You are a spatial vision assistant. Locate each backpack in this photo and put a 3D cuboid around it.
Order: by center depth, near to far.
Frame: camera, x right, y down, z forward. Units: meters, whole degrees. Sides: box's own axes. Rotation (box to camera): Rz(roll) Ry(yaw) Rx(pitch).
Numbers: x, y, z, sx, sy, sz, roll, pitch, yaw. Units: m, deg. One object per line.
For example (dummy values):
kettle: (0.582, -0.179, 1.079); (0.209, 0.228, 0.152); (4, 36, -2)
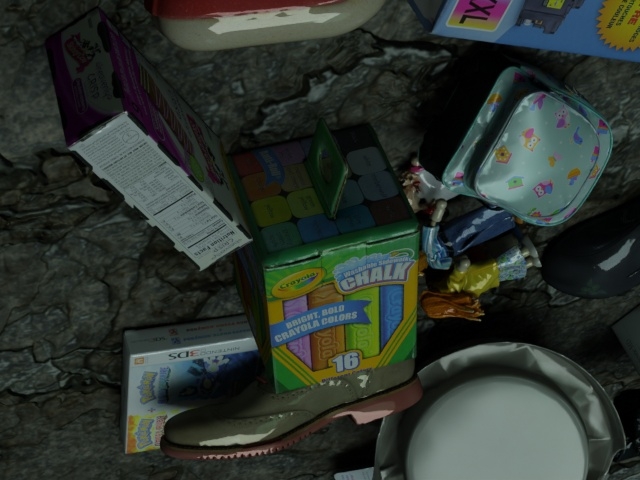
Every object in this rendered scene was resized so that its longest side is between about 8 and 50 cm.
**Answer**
backpack: (0.230, -0.104, 1.475); (0.188, 0.144, 0.166); (19, 104, -34)

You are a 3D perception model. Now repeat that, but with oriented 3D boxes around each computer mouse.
computer mouse: (0.418, 0.000, 1.738); (0.272, 0.072, 0.188); (-31, 139, 10)

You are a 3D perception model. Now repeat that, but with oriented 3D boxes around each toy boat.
toy boat: (-0.050, -0.264, 1.231); (0.231, 0.151, 0.151); (-9, 108, -14)

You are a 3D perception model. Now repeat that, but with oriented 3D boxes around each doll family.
doll family: (0.170, 0.011, 1.607); (0.163, 0.118, 0.263); (-27, 137, 2)

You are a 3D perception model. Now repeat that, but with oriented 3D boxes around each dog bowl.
dog bowl: (0.238, 0.292, 1.832); (0.348, 0.102, 0.349); (0, 103, 0)

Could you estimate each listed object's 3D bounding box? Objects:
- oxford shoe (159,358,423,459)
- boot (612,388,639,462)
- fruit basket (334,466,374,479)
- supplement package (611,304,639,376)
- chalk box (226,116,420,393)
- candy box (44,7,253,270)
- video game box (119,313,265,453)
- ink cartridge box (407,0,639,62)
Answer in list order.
oxford shoe: (-0.043, 0.178, 1.668); (0.348, 0.123, 0.130); (-16, 106, -22)
boot: (0.517, 0.221, 1.836); (0.207, 0.094, 0.246); (-1, 141, -28)
fruit basket: (0.220, 0.394, 2.047); (0.353, 0.165, 0.327); (-9, 139, 9)
supplement package: (0.527, 0.123, 1.891); (0.179, 0.105, 0.105); (-42, 136, 20)
chalk box: (0.000, 0.000, 1.481); (0.179, 0.180, 0.289); (-14, 137, -9)
candy box: (-0.167, -0.096, 1.321); (0.071, 0.159, 0.233); (-30, 139, 11)
video game box: (-0.161, 0.183, 1.707); (0.187, 0.048, 0.205); (-6, 136, -16)
ink cartridge box: (0.300, -0.321, 1.292); (0.395, 0.151, 0.270); (1, 134, -26)
